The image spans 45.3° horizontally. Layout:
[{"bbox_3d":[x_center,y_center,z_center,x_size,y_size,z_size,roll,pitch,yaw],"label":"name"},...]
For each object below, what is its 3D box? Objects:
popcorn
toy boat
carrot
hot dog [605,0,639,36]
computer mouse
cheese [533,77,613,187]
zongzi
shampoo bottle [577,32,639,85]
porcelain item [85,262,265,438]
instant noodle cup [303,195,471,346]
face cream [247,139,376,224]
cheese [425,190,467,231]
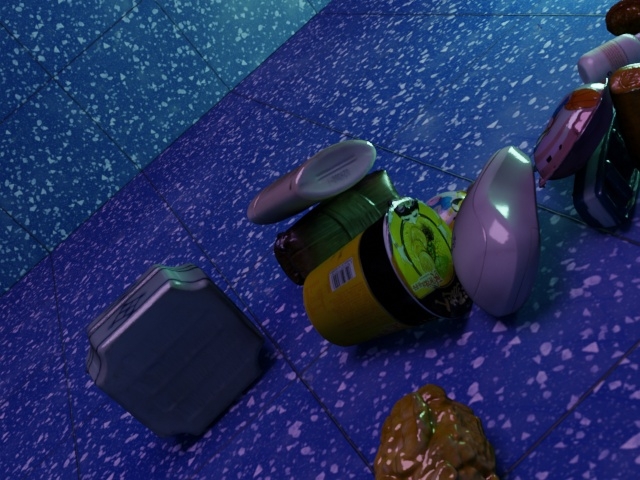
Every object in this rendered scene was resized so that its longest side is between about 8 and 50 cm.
[{"bbox_3d":[0.141,0.275,0.950,0.163,0.140,0.194,-22,33,44],"label":"popcorn"},{"bbox_3d":[0.462,-0.138,1.218,0.062,0.096,0.299,-26,27,46],"label":"toy boat"},{"bbox_3d":[0.488,-0.175,1.144,0.082,0.173,0.082,-26,16,8],"label":"carrot"},{"bbox_3d":[0.625,-0.436,1.482,0.147,0.099,0.065,10,100,59],"label":"hot dog"},{"bbox_3d":[0.265,-0.017,1.195,0.121,0.184,0.296,4,47,4],"label":"computer mouse"},{"bbox_3d":[0.381,-0.161,1.189,0.188,0.074,0.286,-58,-4,2],"label":"cheese"},{"bbox_3d":[0.000,0.000,1.540,0.286,0.138,0.300,-34,5,-28],"label":"zongzi"},{"bbox_3d":[0.576,-0.351,1.419,0.192,0.074,0.074,-28,27,5],"label":"shampoo bottle"},{"bbox_3d":[-0.276,0.205,1.453,0.286,0.281,0.157,-46,29,-8],"label":"porcelain item"},{"bbox_3d":[0.098,0.069,1.273,0.236,0.215,0.215,-31,27,36],"label":"instant noodle cup"},{"bbox_3d":[-0.032,-0.101,1.462,0.174,0.081,0.348,-31,4,-22],"label":"face cream"},{"bbox_3d":[0.192,-0.019,1.424,0.250,0.064,0.156,-33,23,44],"label":"cheese"}]
